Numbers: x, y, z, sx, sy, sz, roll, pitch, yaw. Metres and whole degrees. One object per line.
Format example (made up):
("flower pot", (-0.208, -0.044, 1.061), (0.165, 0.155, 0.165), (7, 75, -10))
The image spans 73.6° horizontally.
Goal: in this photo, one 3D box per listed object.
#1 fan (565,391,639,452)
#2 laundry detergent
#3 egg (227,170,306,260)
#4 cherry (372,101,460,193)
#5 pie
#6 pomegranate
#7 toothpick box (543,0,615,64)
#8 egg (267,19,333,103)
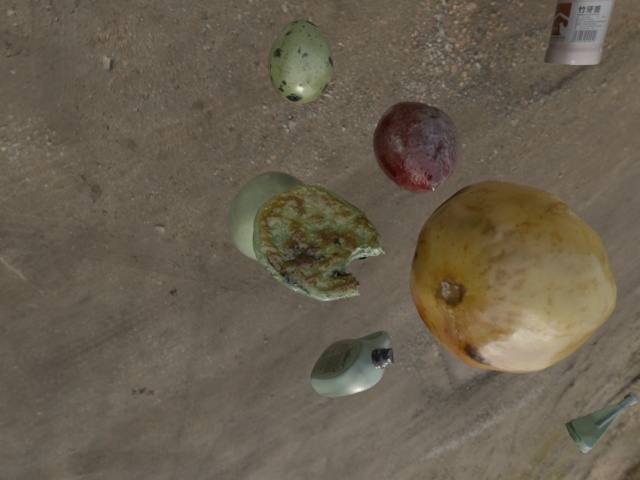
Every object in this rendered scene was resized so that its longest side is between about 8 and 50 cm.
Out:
("fan", (0.396, 0.241, 0.590), (0.193, 0.038, 0.016), (-4, 144, -37))
("laundry detergent", (0.112, 0.345, 1.241), (0.280, 0.215, 0.105), (-33, 98, 42))
("egg", (-0.151, -0.068, 1.311), (0.259, 0.258, 0.352), (1, 163, -25))
("cherry", (0.255, -0.242, 1.132), (0.230, 0.300, 0.203), (20, 138, -31))
("pie", (-0.007, -0.005, 0.958), (0.303, 0.302, 0.067), (-10, 154, -19))
("pomegranate", (0.334, 0.059, 0.743), (0.343, 0.342, 0.342), (-12, 124, -18))
("toothpick box", (0.483, -0.408, 0.792), (0.098, 0.098, 0.148), (-11, 118, -19))
("egg", (-0.052, -0.484, 1.154), (0.177, 0.177, 0.228), (13, 75, -31))
